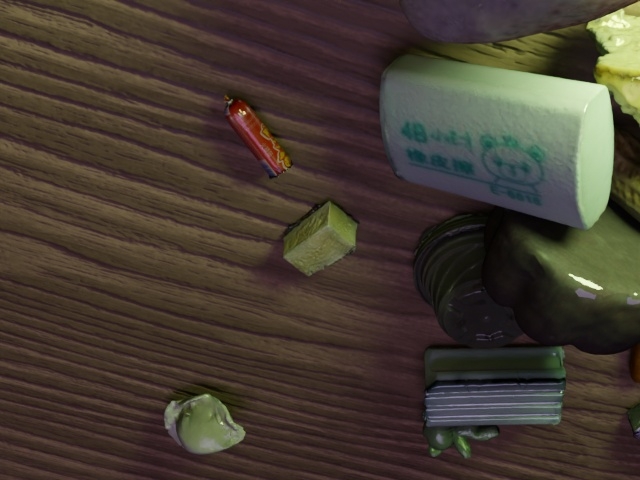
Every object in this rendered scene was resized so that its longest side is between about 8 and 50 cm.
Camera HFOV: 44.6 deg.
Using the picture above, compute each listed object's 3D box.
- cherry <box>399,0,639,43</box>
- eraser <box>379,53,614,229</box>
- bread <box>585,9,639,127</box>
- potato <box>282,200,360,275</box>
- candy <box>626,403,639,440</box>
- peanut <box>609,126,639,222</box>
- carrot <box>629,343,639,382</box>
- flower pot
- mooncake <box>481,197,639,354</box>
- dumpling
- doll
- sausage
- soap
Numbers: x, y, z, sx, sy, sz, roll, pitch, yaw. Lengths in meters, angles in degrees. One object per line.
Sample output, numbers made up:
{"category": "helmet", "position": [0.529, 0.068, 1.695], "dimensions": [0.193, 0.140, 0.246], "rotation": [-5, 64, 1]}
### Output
{"category": "cherry", "position": [0.208, -0.361, 0.791], "dimensions": [0.335, 0.291, 0.326], "rotation": [-9, 148, 32]}
{"category": "eraser", "position": [0.221, -0.132, 1.009], "dimensions": [0.290, 0.104, 0.189], "rotation": [20, 137, 37]}
{"category": "bread", "position": [0.467, -0.217, 0.951], "dimensions": [0.211, 0.183, 0.224], "rotation": [-31, 123, 27]}
{"category": "potato", "position": [-0.002, 0.001, 1.270], "dimensions": [0.086, 0.061, 0.122], "rotation": [38, 125, -26]}
{"category": "candy", "position": [0.731, 0.410, 1.536], "dimensions": [0.312, 0.061, 0.088], "rotation": [36, 122, -22]}
{"category": "peanut", "position": [0.432, -0.084, 1.056], "dimensions": [0.083, 0.194, 0.093], "rotation": [-38, 154, -1]}
{"category": "carrot", "position": [0.578, 0.211, 1.393], "dimensions": [0.048, 0.048, 0.139], "rotation": [-3, 132, 9]}
{"category": "flower pot", "position": [0.264, 0.081, 1.258], "dimensions": [0.236, 0.140, 0.235], "rotation": [2, 128, 3]}
{"category": "mooncake", "position": [0.382, 0.023, 1.106], "dimensions": [0.306, 0.306, 0.154], "rotation": [14, 136, -5]}
{"category": "dumpling", "position": [-0.239, 0.367, 1.587], "dimensions": [0.188, 0.108, 0.127], "rotation": [-6, 105, 29]}
{"category": "doll", "position": [0.277, 0.372, 1.547], "dimensions": [0.150, 0.077, 0.115], "rotation": [-9, 84, 8]}
{"category": "sausage", "position": [-0.098, -0.159, 1.156], "dimensions": [0.048, 0.050, 0.145], "rotation": [-13, 126, 40]}
{"category": "soap", "position": [0.322, 0.269, 1.447], "dimensions": [0.261, 0.094, 0.150], "rotation": [-3, 135, 7]}
